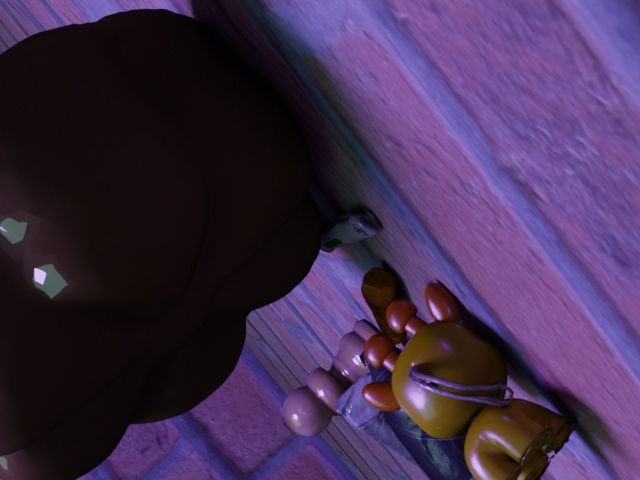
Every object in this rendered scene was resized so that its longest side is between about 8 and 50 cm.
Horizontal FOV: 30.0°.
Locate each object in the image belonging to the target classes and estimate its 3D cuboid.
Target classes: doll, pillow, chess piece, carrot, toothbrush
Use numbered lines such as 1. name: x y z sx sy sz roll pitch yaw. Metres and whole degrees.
1. doll: 0.129 0.146 1.143 0.221 0.143 0.135 42 -159 29
2. pillow: 0.165 0.259 1.475 0.335 0.092 0.161 51 174 -9
3. chess piece: 0.022 0.192 1.606 0.094 0.170 0.094 48 168 14
4. carrot: 0.075 0.077 1.351 0.042 0.042 0.171 44 170 24
5. toothbrush: 0.002 -0.004 1.383 0.042 0.040 0.418 30 168 -9

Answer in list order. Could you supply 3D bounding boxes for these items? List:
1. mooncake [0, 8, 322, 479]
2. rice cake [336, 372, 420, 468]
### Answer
1. mooncake: -0.213 0.011 1.186 0.262 0.467 0.467 44 168 19
2. rice cake: 0.112 0.245 1.582 0.206 0.069 0.063 34 -163 -30
